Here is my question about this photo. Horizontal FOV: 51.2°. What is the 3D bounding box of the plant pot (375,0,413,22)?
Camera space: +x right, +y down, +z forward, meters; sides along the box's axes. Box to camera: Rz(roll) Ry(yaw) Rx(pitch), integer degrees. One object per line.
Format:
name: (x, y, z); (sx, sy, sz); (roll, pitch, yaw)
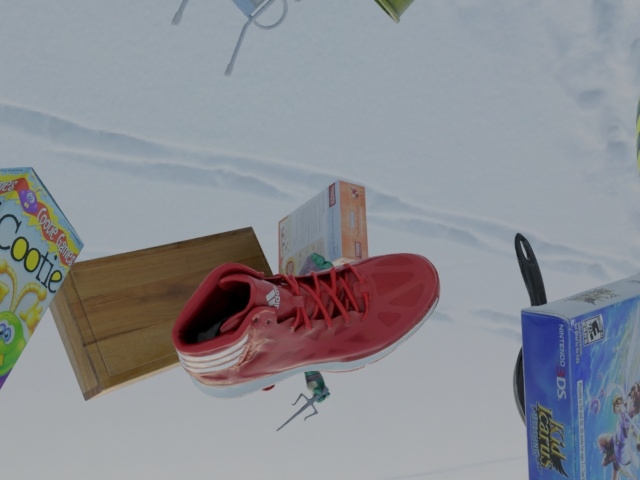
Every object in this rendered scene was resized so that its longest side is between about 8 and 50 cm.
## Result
plant pot: (0.162, -0.695, 1.326); (0.353, 0.366, 0.366); (-41, 143, 16)

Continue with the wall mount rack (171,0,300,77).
wall mount rack: (-0.212, -0.600, 1.666); (0.304, 0.130, 0.350); (-43, 138, 7)

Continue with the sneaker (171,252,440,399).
sneaker: (-0.006, 0.054, 0.508); (0.221, 0.087, 0.128); (-25, 158, -6)

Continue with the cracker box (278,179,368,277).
cracker box: (0.000, 0.000, 1.306); (0.067, 0.156, 0.232); (12, 155, -30)

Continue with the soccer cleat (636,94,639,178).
soccer cleat: (0.279, -0.131, 0.481); (0.093, 0.289, 0.121); (11, -157, 30)

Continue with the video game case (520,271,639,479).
video game case: (0.318, 0.184, 0.717); (0.244, 0.269, 0.061); (-10, -171, -37)

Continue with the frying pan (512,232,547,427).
frying pan: (0.308, 0.165, 0.939); (0.197, 0.326, 0.053); (-27, 169, -36)

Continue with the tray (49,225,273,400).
tray: (-0.244, 0.107, 1.159); (0.076, 0.203, 0.411); (-32, 169, 39)

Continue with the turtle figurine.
turtle figurine: (-0.042, 0.142, 0.968); (0.118, 0.234, 0.175); (17, 153, 41)

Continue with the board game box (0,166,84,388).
board game box: (-0.419, 0.059, 0.769); (0.144, 0.275, 0.142); (-1, 136, 16)
